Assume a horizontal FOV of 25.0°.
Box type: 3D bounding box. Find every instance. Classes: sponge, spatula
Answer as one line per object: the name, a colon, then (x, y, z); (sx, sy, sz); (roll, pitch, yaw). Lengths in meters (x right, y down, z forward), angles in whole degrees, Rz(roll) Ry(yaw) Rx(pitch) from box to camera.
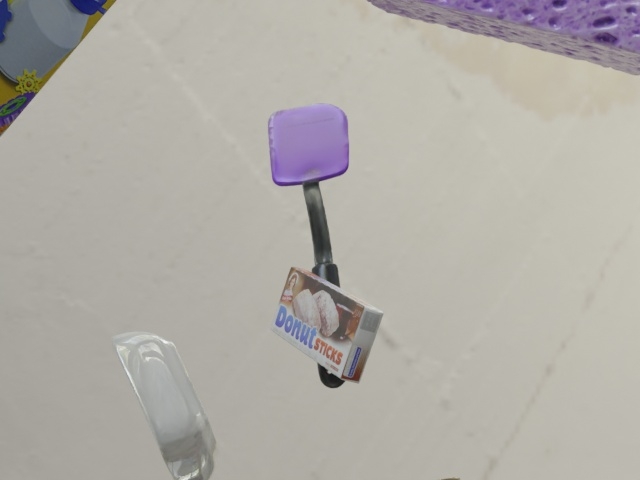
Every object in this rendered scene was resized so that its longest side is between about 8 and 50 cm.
sponge: (0.109, -0.112, 0.713); (0.117, 0.210, 0.031); (2, -77, -69)
spatula: (0.000, 0.000, 1.417); (0.030, 0.084, 0.297); (47, -146, -70)

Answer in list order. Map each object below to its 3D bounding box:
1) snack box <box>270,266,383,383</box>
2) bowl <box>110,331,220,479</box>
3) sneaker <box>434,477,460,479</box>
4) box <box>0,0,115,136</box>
snack box: (0.003, 0.071, 1.268); (0.022, 0.178, 0.064); (17, -87, -23)
bowl: (-0.138, 0.157, 1.339); (0.053, 0.142, 0.142); (-23, -29, -9)
sneaker: (0.030, 0.230, 1.047); (0.192, 0.064, 0.086); (-7, -101, -30)
box: (-0.219, -0.235, 0.697); (0.279, 0.177, 0.290); (-55, -50, -21)
